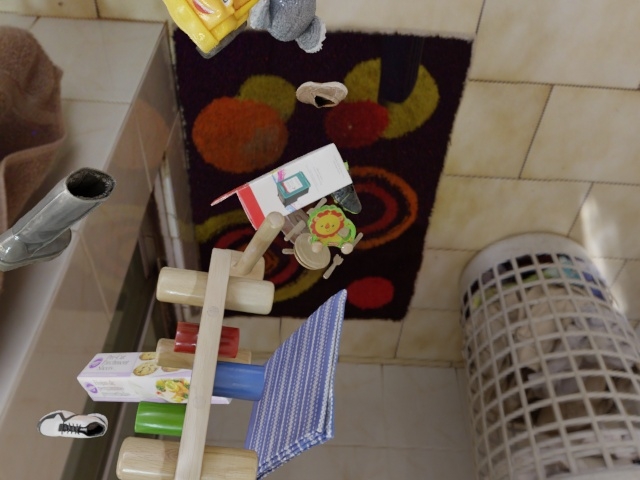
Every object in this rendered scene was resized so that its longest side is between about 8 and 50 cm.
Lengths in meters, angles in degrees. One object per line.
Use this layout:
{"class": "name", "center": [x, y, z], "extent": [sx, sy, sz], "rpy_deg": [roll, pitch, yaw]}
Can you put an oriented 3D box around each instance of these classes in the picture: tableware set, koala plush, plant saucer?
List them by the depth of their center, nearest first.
{"class": "koala plush", "center": [-0.055, -0.493, 1.183], "extent": [0.196, 0.221, 0.203], "rpy_deg": [17, 175, -40]}
{"class": "tableware set", "center": [0.000, 0.000, 1.327], "extent": [0.128, 0.194, 0.039], "rpy_deg": [44, 133, -2]}
{"class": "plant saucer", "center": [-0.054, -0.038, 1.449], "extent": [0.029, 0.168, 0.168], "rpy_deg": [-39, 122, 16]}

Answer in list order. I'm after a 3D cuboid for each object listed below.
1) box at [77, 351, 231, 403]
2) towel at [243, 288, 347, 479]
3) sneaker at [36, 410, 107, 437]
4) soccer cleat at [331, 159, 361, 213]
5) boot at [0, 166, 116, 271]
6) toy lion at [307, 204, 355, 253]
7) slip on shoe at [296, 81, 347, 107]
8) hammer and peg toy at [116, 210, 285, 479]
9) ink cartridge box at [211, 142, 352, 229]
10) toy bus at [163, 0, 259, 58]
{"class": "box", "center": [-0.280, 0.235, 1.047], "extent": [0.324, 0.067, 0.063], "rpy_deg": [-7, 121, 31]}
{"class": "towel", "center": [-0.046, 0.256, 1.011], "extent": [0.040, 0.243, 0.336], "rpy_deg": [22, 141, -16]}
{"class": "sneaker", "center": [-0.396, 0.297, 0.978], "extent": [0.109, 0.040, 0.043], "rpy_deg": [5, 178, -27]}
{"class": "soccer cleat", "center": [0.047, -0.144, 1.438], "extent": [0.060, 0.179, 0.072], "rpy_deg": [-14, 155, -49]}
{"class": "boot", "center": [-0.393, -0.043, 0.935], "extent": [0.208, 0.190, 0.076], "rpy_deg": [-40, 98, 20]}
{"class": "toy lion", "center": [0.022, -0.023, 1.156], "extent": [0.100, 0.034, 0.096], "rpy_deg": [3, 124, -22]}
{"class": "slip on shoe", "center": [-0.004, -0.291, 1.237], "extent": [0.135, 0.041, 0.051], "rpy_deg": [10, 156, 42]}
{"class": "hammer and peg toy", "center": [-0.134, 0.129, 0.697], "extent": [0.127, 0.361, 0.266], "rpy_deg": [9, 146, -9]}
{"class": "ink cartridge box", "center": [-0.071, -0.087, 1.075], "extent": [0.231, 0.134, 0.078], "rpy_deg": [-26, 99, -3]}
{"class": "toy bus", "center": [-0.139, -0.413, 0.967], "extent": [0.211, 0.220, 0.149], "rpy_deg": [-29, 114, 15]}
